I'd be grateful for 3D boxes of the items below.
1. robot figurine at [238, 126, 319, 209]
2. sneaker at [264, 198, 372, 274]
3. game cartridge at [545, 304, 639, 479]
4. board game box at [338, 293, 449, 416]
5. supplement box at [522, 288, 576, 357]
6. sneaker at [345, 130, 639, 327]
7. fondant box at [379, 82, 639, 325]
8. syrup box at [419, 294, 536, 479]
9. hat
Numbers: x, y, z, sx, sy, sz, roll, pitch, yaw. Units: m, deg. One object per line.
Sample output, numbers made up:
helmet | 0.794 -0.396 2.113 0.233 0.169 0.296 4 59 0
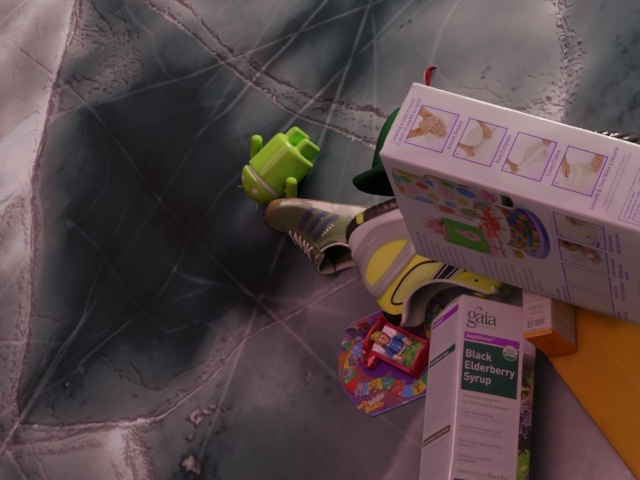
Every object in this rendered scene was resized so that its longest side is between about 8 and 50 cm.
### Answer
robot figurine | -0.056 -0.095 2.027 0.115 0.067 0.101 -44 62 8
sneaker | 0.000 0.000 1.941 0.192 0.064 0.086 6 65 33
game cartridge | 0.405 0.111 1.625 0.285 0.053 0.323 -41 48 10
board game box | 0.086 0.130 1.838 0.169 0.033 0.133 -25 55 23
supplement box | 0.250 0.070 1.683 0.036 0.062 0.098 -15 57 32
sneaker | 0.221 -0.015 1.776 0.385 0.145 0.147 -23 76 26
fondant box | 0.243 -0.024 1.556 0.330 0.238 0.096 17 70 21
syrup box | 0.173 0.188 1.688 0.096 0.093 0.236 131 149 -64
hat | 0.114 -0.159 1.854 0.208 0.173 0.183 150 118 -66
